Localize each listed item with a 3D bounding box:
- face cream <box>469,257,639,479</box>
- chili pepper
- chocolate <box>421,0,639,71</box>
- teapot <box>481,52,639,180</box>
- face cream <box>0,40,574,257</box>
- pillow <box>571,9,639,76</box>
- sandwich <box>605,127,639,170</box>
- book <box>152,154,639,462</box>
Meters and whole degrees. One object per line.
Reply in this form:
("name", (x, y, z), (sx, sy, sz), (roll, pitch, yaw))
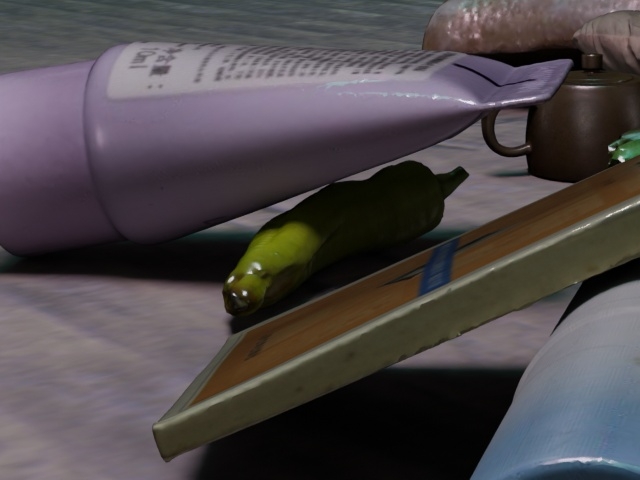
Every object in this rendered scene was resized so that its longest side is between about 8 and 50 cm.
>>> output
("face cream", (0.090, 0.054, 0.496), (0.077, 0.077, 0.250), (2, 12, 15))
("chili pepper", (-0.001, 0.000, 0.833), (0.049, 0.043, 0.208), (32, 31, 20))
("chocolate", (0.206, -0.162, 1.299), (0.261, 0.083, 0.161), (-2, -3, 22))
("teapot", (0.149, -0.074, 1.054), (0.121, 0.068, 0.076), (-4, 13, -10))
("face cream", (-0.022, -0.055, 0.850), (0.273, 0.096, 0.154), (-8, 7, 14))
("pillow", (0.283, -0.090, 1.087), (0.173, 0.067, 0.270), (13, 7, -21))
("sandwich", (0.243, 0.003, 0.726), (0.235, 0.079, 0.159), (-6, 24, -4))
("book", (0.067, 0.002, 0.603), (0.241, 0.018, 0.170), (-25, 4, 7))
